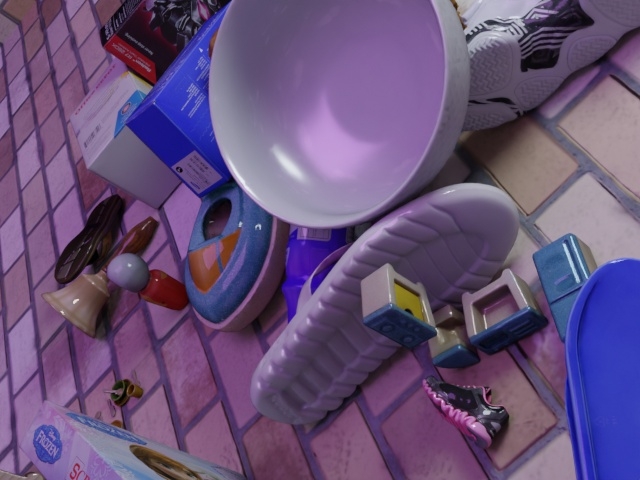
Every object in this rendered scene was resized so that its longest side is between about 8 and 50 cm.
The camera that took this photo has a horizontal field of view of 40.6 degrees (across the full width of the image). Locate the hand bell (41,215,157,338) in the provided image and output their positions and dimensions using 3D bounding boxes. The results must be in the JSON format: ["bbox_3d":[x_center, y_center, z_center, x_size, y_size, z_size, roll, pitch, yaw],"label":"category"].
[{"bbox_3d":[-0.391,0.051,1.616,0.242,0.126,0.126,-51,37,-11],"label":"hand bell"}]

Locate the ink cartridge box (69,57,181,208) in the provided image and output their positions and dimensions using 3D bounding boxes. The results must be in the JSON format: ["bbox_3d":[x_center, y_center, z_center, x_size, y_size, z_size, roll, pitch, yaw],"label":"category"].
[{"bbox_3d":[-0.355,-0.214,1.677,0.171,0.168,0.232,-48,39,12],"label":"ink cartridge box"}]

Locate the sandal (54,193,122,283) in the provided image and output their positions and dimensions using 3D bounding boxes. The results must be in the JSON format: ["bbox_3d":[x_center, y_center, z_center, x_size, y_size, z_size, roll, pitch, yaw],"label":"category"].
[{"bbox_3d":[-0.453,0.002,1.734,0.090,0.060,0.219,-10,44,37],"label":"sandal"}]

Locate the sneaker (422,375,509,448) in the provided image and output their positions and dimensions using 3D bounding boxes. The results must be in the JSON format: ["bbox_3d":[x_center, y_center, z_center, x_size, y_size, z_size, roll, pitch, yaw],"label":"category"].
[{"bbox_3d":[0.162,0.179,0.960,0.057,0.047,0.119,-42,39,-10],"label":"sneaker"}]

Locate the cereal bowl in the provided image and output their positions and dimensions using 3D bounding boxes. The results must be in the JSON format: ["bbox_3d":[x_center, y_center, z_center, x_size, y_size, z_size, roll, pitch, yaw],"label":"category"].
[{"bbox_3d":[0.035,-0.184,1.039,0.339,0.141,0.338,4,97,36],"label":"cereal bowl"}]

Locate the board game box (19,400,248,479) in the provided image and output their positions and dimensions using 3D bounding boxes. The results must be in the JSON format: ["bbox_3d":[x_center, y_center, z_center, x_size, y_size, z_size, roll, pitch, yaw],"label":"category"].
[{"bbox_3d":[-0.136,0.309,0.967,0.318,0.319,0.066,19,78,51],"label":"board game box"}]

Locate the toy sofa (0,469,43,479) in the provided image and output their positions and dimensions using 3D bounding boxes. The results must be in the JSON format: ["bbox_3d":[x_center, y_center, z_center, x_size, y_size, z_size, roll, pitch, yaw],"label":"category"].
[{"bbox_3d":[-0.547,0.554,1.410,0.150,0.177,0.362,-33,38,65],"label":"toy sofa"}]

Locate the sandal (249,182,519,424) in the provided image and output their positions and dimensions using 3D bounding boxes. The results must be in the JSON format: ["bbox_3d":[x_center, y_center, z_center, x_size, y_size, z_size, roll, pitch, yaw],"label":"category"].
[{"bbox_3d":[0.053,0.063,1.052,0.416,0.169,0.102,-43,35,19],"label":"sandal"}]

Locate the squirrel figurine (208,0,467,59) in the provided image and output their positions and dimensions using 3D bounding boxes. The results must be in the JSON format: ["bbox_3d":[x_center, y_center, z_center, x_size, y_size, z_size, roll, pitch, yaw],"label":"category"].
[{"bbox_3d":[0.030,-0.335,1.321,0.397,0.281,0.370,-26,36,15],"label":"squirrel figurine"}]

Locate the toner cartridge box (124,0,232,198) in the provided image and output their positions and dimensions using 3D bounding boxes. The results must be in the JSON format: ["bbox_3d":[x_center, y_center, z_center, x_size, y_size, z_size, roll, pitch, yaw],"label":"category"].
[{"bbox_3d":[-0.168,-0.238,1.405,0.075,0.165,0.347,-26,26,35],"label":"toner cartridge box"}]

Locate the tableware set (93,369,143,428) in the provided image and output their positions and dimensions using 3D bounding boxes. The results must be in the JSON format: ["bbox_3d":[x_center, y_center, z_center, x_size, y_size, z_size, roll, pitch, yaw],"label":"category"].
[{"bbox_3d":[-0.352,0.295,1.447,0.154,0.024,0.104,-50,39,10],"label":"tableware set"}]

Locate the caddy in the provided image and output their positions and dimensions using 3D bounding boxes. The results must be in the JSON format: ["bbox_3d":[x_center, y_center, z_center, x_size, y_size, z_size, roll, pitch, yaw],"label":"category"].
[{"bbox_3d":[0.323,0.163,0.688,0.241,0.179,0.341,-9,56,16],"label":"caddy"}]

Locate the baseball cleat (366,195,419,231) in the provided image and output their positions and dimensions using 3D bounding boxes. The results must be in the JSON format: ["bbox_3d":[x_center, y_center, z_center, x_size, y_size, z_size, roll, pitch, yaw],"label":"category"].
[{"bbox_3d":[0.109,-0.073,1.157,0.109,0.072,0.205,-35,44,27],"label":"baseball cleat"}]

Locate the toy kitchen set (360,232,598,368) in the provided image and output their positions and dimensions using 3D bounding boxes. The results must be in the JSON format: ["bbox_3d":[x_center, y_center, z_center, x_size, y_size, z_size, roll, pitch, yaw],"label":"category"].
[{"bbox_3d":[0.174,0.069,0.913,0.207,0.166,0.122,-35,43,27],"label":"toy kitchen set"}]

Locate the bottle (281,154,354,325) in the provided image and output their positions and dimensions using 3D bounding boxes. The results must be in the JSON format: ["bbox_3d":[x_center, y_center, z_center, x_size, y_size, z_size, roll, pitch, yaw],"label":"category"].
[{"bbox_3d":[0.000,0.000,1.175,0.118,0.092,0.282,102,174,-82],"label":"bottle"}]

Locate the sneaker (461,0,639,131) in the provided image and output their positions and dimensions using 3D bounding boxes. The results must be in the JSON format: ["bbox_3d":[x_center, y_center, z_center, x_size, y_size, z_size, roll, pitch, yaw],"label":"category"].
[{"bbox_3d":[0.260,-0.298,1.102,0.366,0.137,0.210,-33,43,22],"label":"sneaker"}]

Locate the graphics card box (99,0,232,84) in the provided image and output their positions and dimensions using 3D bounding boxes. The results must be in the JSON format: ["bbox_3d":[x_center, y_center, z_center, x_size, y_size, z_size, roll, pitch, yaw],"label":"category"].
[{"bbox_3d":[-0.211,-0.444,1.626,0.371,0.233,0.094,-44,36,16],"label":"graphics card box"}]

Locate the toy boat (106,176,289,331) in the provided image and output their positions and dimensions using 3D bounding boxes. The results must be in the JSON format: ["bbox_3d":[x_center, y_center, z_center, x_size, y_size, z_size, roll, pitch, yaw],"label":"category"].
[{"bbox_3d":[-0.190,0.030,1.350,0.318,0.148,0.267,-24,49,35],"label":"toy boat"}]
